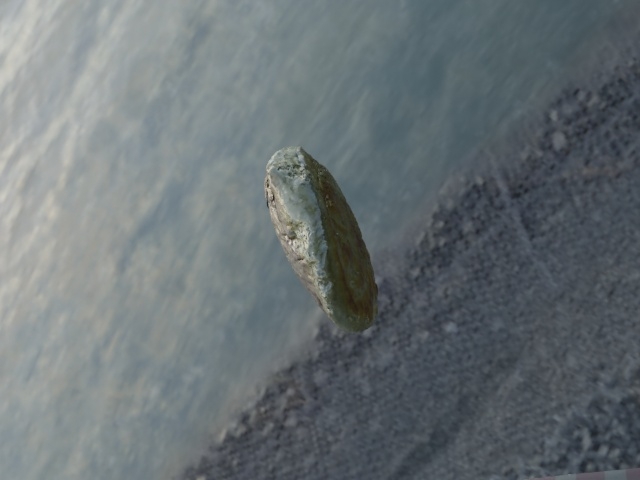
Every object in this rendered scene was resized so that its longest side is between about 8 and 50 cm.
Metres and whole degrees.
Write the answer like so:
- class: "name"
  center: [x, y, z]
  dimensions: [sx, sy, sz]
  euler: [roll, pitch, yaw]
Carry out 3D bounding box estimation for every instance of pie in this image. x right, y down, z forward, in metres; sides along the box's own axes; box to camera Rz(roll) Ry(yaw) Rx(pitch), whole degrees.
- class: "pie"
  center: [0.000, 0.000, 1.089]
  dimensions: [0.079, 0.194, 0.163]
  euler: [-23, 2, 3]

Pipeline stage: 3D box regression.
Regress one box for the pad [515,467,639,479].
- class: "pad"
  center: [0.047, 0.136, 0.518]
  dimensions: [0.299, 0.202, 0.005]
  euler: [-9, 88, 14]
